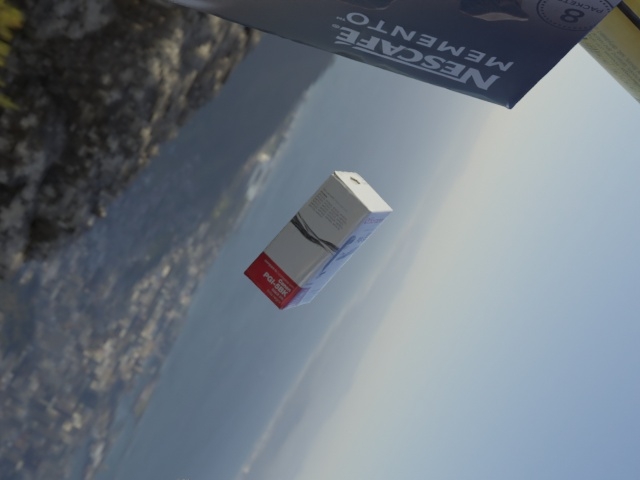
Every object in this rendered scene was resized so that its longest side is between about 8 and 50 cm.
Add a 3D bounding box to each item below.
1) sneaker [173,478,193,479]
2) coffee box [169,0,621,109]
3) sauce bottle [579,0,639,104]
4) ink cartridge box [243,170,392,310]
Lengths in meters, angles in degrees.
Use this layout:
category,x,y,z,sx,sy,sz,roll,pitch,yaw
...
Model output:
category,x,y,z,sx,sy,sz,roll,pitch,yaw
sneaker,-0.070,0.232,0.588,0.094,0.080,0.212,37,67,-50
coffee box,-0.007,-0.181,0.545,0.168,0.297,0.118,132,-27,-69
sauce bottle,0.191,-0.180,0.759,0.111,0.344,0.111,-34,-145,28
ink cartridge box,0.000,0.000,1.179,0.135,0.056,0.099,-48,169,13
